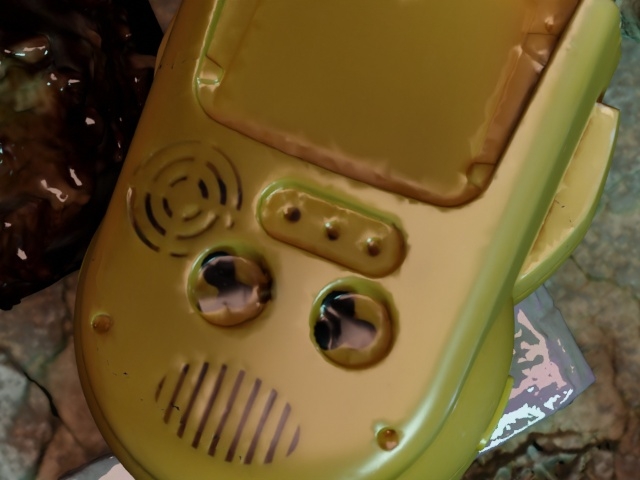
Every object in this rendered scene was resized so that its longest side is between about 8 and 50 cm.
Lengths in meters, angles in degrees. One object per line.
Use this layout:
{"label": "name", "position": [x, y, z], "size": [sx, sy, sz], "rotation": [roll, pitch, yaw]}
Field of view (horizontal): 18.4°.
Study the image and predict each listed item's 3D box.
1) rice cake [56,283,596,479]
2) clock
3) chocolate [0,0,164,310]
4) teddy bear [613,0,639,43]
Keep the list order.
{"label": "rice cake", "position": [0.003, 0.110, 1.111], "size": [0.298, 0.050, 0.106], "rotation": [-29, 89, -3]}
{"label": "clock", "position": [0.000, 0.000, 1.015], "size": [0.244, 0.200, 0.317], "rotation": [22, 81, 12]}
{"label": "chocolate", "position": [-0.188, -0.068, 1.045], "size": [0.224, 0.177, 0.206], "rotation": [-24, 90, -2]}
{"label": "teddy bear", "position": [0.135, -0.169, 1.107], "size": [0.213, 0.111, 0.133], "rotation": [17, 62, 21]}
